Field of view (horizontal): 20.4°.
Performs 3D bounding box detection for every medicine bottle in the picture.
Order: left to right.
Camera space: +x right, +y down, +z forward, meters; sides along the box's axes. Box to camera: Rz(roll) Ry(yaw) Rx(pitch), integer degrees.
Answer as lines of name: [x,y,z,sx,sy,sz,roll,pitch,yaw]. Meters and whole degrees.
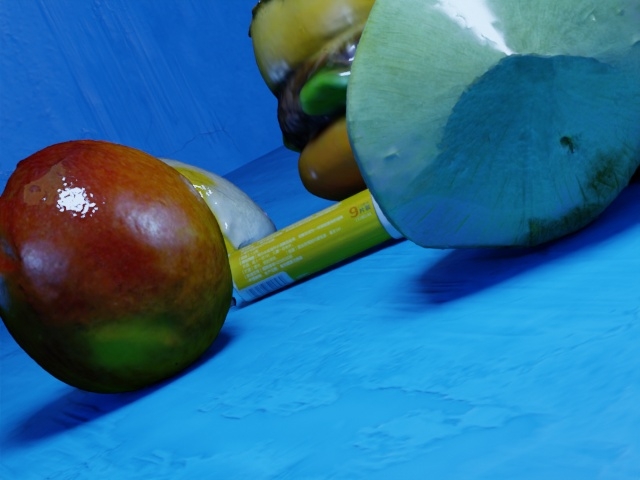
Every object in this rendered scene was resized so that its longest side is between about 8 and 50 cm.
medicine bottle: [0.000,0.000,1.998,0.218,0.074,0.074,-24,7,18]

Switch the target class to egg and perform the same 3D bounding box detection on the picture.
egg: [-0.231,-0.006,2.315,0.337,0.201,0.337,-24,6,3]

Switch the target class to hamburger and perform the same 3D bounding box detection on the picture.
hamburger: [0.130,-0.201,2.108,0.395,0.277,0.396,-22,-7,-3]

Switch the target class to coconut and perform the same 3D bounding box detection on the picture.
coconut: [0.160,-0.132,1.572,0.328,0.281,0.328,-29,-4,-2]

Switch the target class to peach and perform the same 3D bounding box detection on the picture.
peach: [-0.220,0.020,1.827,0.238,0.281,0.281,-20,9,47]

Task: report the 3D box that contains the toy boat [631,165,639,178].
toy boat: [0.304,-0.096,1.699,0.210,0.052,0.104,-19,30,38]

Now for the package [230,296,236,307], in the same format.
package: [-0.201,0.053,2.009,0.173,0.171,0.027,-27,43,3]
